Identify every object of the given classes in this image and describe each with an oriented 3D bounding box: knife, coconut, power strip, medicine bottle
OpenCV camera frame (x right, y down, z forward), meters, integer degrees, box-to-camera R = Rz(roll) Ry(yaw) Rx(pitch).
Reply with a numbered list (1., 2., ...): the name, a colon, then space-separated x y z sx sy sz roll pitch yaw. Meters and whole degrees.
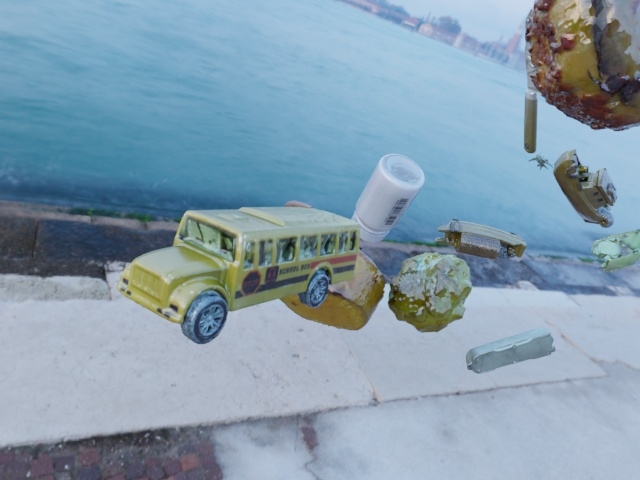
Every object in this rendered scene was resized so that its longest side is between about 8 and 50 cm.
1. knife: 0.365 -0.260 0.802 0.017 0.298 0.047 -28 45 -2
2. coconut: 0.621 0.018 0.962 0.055 0.133 0.158 50 36 3
3. power strip: 0.560 0.331 1.400 0.285 0.080 0.048 -15 19 -8
4. medicine bottle: 0.138 -0.086 1.010 0.102 0.187 0.103 12 48 -13

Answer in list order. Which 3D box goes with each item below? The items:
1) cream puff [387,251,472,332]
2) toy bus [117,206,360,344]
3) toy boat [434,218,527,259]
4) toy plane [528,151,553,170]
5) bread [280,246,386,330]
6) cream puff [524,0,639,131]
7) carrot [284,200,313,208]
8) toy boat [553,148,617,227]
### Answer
1. cream puff: 0.353 0.164 1.473 0.185 0.282 0.282 34 18 -30
2. toy bus: -0.077 0.022 0.601 0.121 0.123 0.335 21 15 31
3. toy boat: 0.555 0.008 1.640 0.309 0.090 0.115 15 43 5
4. toy plane: 0.709 -0.258 1.516 0.080 0.033 0.083 31 -6 41
5. bread: 0.019 0.135 1.481 0.357 0.337 0.204 19 53 14
6. cream puff: 0.342 -0.242 0.540 0.239 0.240 0.164 4 11 -30
7. carrot: -0.063 -0.099 1.419 0.048 0.048 0.216 10 -1 -21
8. toy boat: 0.780 -0.150 1.366 0.121 0.089 0.321 -3 -34 49
